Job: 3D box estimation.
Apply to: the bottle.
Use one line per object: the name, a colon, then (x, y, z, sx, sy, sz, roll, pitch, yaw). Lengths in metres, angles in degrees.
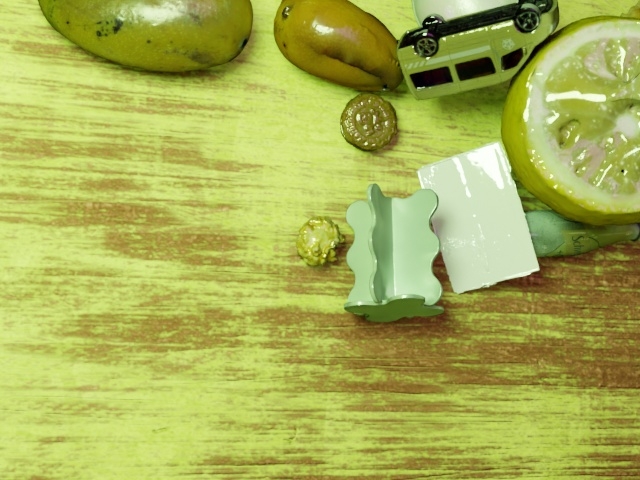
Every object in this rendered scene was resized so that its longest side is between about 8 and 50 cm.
bottle: (0.460, -0.015, 1.640, 0.269, 0.083, 0.083, -2, 81, -17)

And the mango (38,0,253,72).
mango: (-0.270, -0.359, 1.454, 0.329, 0.176, 0.176, 0, 36, -16)

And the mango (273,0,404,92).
mango: (0.037, -0.322, 1.533, 0.236, 0.166, 0.136, 21, 104, -21)

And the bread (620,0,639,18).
bread: (0.639, -0.316, 1.706, 0.204, 0.162, 0.262, -35, 106, -29)

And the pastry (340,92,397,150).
pastry: (0.081, -0.200, 1.580, 0.109, 0.057, 0.097, -33, 96, -16)

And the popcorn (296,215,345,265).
popcorn: (0.000, 0.000, 1.521, 0.083, 0.057, 0.082, -6, 76, -13)

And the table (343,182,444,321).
table: (0.116, 0.017, 1.506, 0.166, 0.166, 0.198, 4, 72, -15)

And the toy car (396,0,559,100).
toy car: (0.254, -0.306, 1.478, 0.101, 0.256, 0.124, -67, 142, -54)

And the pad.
pad: (0.266, -0.037, 1.583, 0.156, 0.004, 0.232, -18, 85, 18)

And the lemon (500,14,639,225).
lemon: (0.469, -0.191, 1.549, 0.364, 0.364, 0.364, 3, 80, -15)

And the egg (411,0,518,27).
egg: (0.251, -0.399, 1.598, 0.217, 0.183, 0.183, 32, 73, 10)
